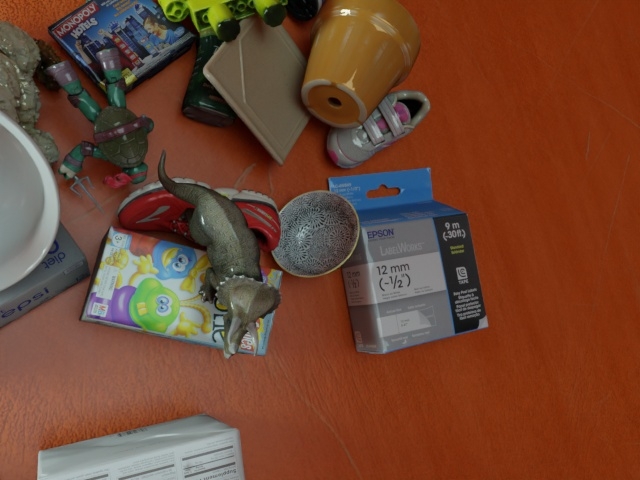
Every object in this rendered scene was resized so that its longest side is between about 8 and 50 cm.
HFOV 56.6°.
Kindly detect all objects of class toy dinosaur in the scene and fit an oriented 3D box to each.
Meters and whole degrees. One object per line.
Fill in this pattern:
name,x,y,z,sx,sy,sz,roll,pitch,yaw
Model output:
toy dinosaur,-0.134,0.004,0.847,0.121,0.160,0.313,-15,86,-28

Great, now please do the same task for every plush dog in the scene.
plush dog,-0.504,-0.244,0.872,0.263,0.210,0.225,12,51,-25

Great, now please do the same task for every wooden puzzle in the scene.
wooden puzzle,-0.096,-0.286,1.076,0.221,0.044,0.238,50,49,-34

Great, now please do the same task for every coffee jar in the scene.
coffee jar,-0.185,-0.304,1.068,0.096,0.079,0.184,13,77,-27

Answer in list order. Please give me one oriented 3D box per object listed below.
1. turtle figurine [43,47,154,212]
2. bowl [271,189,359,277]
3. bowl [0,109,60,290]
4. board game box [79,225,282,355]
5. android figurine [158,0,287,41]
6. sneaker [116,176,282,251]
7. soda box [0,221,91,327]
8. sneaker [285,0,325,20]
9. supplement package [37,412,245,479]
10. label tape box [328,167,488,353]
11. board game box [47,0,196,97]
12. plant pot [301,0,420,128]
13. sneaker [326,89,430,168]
turtle figurine,-0.324,-0.171,0.931,0.175,0.118,0.234,-34,116,-42
bowl,0.000,0.000,1.094,0.080,0.170,0.170,48,57,-61
bowl,-0.487,-0.077,0.756,0.298,0.134,0.297,-9,122,-15
board game box,-0.224,0.089,0.959,0.275,0.144,0.142,17,75,-22
android figurine,-0.167,-0.457,1.045,0.248,0.056,0.272,-21,58,-10
sneaker,-0.192,-0.028,0.992,0.279,0.107,0.118,1,57,-24
soda box,-0.489,0.075,0.858,0.286,0.091,0.098,-34,81,-24
sneaker,-0.070,-0.573,1.163,0.124,0.107,0.283,-46,108,-35
supplement package,-0.262,0.363,0.868,0.262,0.204,0.145,-6,84,-25
label tape box,0.171,0.026,1.167,0.249,0.115,0.347,-8,88,-25
board game box,-0.351,-0.362,1.012,0.194,0.060,0.194,-45,100,-23
plant pot,0.057,-0.318,1.093,0.205,0.205,0.187,33,65,-17
sneaker,0.118,-0.235,1.179,0.252,0.111,0.103,-39,100,-24
